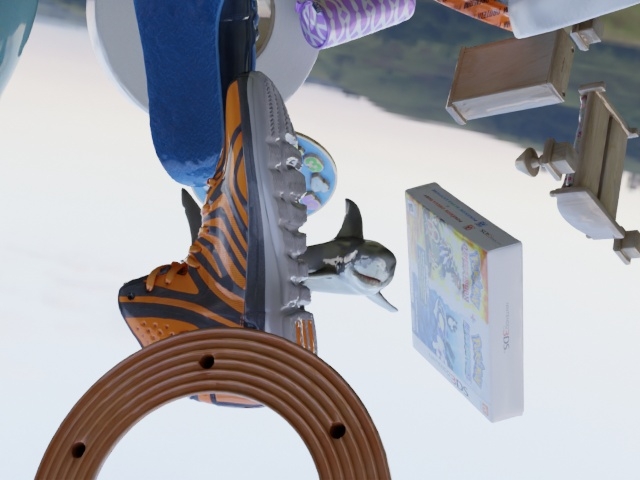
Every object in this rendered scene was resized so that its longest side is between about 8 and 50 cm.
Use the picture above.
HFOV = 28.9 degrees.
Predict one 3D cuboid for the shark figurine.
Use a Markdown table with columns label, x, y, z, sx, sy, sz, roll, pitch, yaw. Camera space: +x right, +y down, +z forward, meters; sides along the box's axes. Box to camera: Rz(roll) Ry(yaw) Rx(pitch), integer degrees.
| label | x | y | z | sx | sy | sz | roll | pitch | yaw |
| --- | --- | --- | --- | --- | --- | --- | --- | --- | --- |
| shark figurine | -0.011 | 0.003 | 1.341 | 0.278 | 0.116 | 0.166 | 6 | 166 | 33 |

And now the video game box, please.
| label | x | y | z | sx | sy | sz | roll | pitch | yaw |
| --- | --- | --- | --- | --- | --- | --- | --- | --- | --- |
| video game box | 0.153 | 0.064 | 1.335 | 0.048 | 0.205 | 0.187 | -15 | -154 | -21 |

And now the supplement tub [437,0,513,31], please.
| label | x | y | z | sx | sy | sz | roll | pitch | yaw |
| --- | --- | --- | --- | --- | --- | --- | --- | --- | --- |
| supplement tub | 0.284 | -0.468 | 1.711 | 0.207 | 0.338 | 0.207 | 19 | -164 | -6 |

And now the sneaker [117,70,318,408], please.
| label | x | y | z | sx | sy | sz | roll | pitch | yaw |
| --- | --- | --- | --- | --- | --- | --- | --- | --- | --- |
| sneaker | -0.109 | 0.001 | 1.189 | 0.180 | 0.321 | 0.124 | -6 | 172 | 16 |

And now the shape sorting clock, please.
| label | x | y | z | sx | sy | sz | roll | pitch | yaw |
| --- | --- | --- | --- | --- | --- | --- | --- | --- | --- |
| shape sorting clock | -0.079 | -0.084 | 1.714 | 0.206 | 0.206 | 0.040 | 9 | -132 | -8 |

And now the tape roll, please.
| label | x | y | z | sx | sy | sz | roll | pitch | yaw |
| --- | --- | --- | --- | --- | --- | --- | --- | --- | --- |
| tape roll | -0.179 | -0.366 | 1.997 | 0.392 | 0.392 | 0.072 | 7 | -172 | -24 |

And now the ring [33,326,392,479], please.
| label | x | y | z | sx | sy | sz | roll | pitch | yaw |
| --- | --- | --- | --- | --- | --- | --- | --- | --- | --- |
| ring | -0.096 | 0.235 | 1.024 | 0.336 | 0.337 | 0.032 | 14 | 165 | 26 |

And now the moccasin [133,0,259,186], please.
| label | x | y | z | sx | sy | sz | roll | pitch | yaw |
| --- | --- | --- | --- | --- | --- | --- | --- | --- | --- |
| moccasin | -0.132 | -0.226 | 1.321 | 0.137 | 0.342 | 0.117 | 4 | 178 | 19 |

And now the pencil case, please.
| label | x | y | z | sx | sy | sz | roll | pitch | yaw |
| --- | --- | --- | --- | --- | --- | --- | --- | --- | --- |
| pencil case | 0.057 | -0.375 | 2.018 | 0.206 | 0.086 | 0.088 | -22 | -119 | -32 |

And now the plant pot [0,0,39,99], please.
| label | x | y | z | sx | sy | sz | roll | pitch | yaw |
| --- | --- | --- | --- | --- | --- | --- | --- | --- | --- |
| plant pot | -0.464 | -0.307 | 1.523 | 0.271 | 0.255 | 0.271 | 32 | 179 | 1 |

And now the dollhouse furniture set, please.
| label | x | y | z | sx | sy | sz | roll | pitch | yaw |
| --- | --- | --- | --- | --- | --- | --- | --- | --- | --- |
| dollhouse furniture set | 0.363 | -0.174 | 1.897 | 0.173 | 0.303 | 0.355 | -7 | 145 | 37 |

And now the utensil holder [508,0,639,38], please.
| label | x | y | z | sx | sy | sz | roll | pitch | yaw |
| --- | --- | --- | --- | --- | --- | --- | --- | --- | --- |
| utensil holder | 0.270 | -0.404 | 1.050 | 0.327 | 0.386 | 0.327 | -18 | -172 | 3 |
